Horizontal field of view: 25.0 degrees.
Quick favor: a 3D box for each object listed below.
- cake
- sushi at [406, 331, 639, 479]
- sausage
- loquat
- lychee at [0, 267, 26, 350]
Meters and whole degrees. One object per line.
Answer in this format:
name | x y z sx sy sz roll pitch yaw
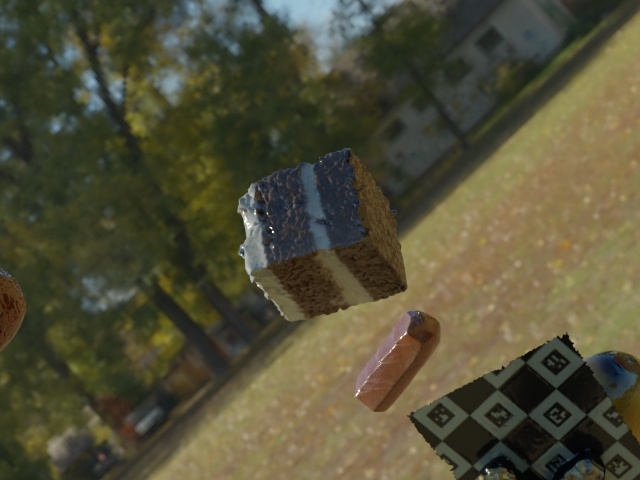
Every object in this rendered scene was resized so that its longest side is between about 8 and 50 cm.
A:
cake | 0.000 0.000 1.549 0.147 0.135 0.134 -23 -39 16
sushi | 0.243 0.255 1.491 0.192 0.279 0.043 -31 14 19
sausage | 0.106 0.150 1.887 0.169 0.065 0.065 -56 -7 35
loquat | 0.401 0.226 1.993 0.163 0.137 0.163 -23 47 27
lychee | -0.353 0.077 1.415 0.140 0.101 0.114 -42 -18 -48
